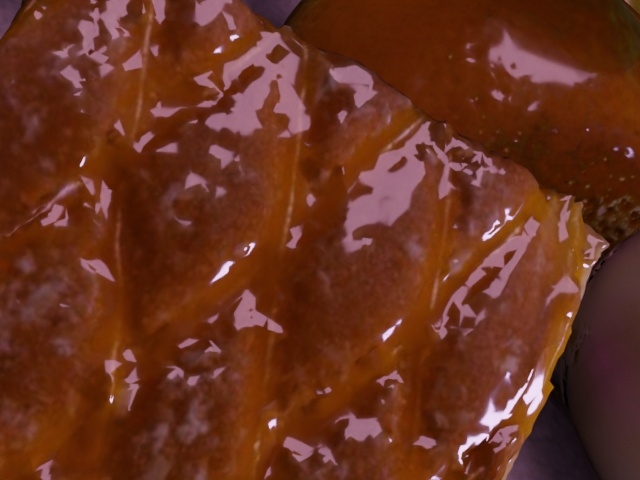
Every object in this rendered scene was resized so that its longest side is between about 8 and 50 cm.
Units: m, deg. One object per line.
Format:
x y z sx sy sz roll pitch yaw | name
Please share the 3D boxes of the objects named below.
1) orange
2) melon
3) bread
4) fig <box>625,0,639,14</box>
0.132 -0.111 1.144 0.334 0.196 0.262 7 36 -25 | orange
0.287 0.118 1.000 0.223 0.223 0.317 -15 63 -47 | melon
-0.063 0.050 0.701 0.279 0.207 0.279 26 78 -14 | bread
0.245 -0.200 1.387 0.088 0.074 0.074 7 47 -11 | fig
